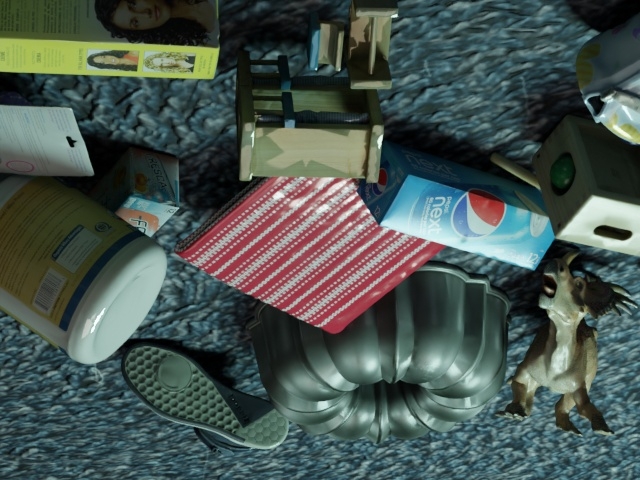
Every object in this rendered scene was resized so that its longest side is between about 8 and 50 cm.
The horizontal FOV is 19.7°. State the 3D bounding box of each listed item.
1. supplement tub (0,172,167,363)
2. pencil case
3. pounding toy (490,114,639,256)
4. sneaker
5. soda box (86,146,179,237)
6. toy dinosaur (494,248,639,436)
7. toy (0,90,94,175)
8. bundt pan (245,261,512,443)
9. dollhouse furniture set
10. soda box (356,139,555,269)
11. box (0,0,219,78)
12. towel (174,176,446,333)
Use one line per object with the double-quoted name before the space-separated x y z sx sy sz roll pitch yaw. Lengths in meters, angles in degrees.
"supplement tub" -0.270 0.016 1.847 0.199 0.144 0.144 33 155 14
"pencil case" 0.354 -0.189 1.642 0.124 0.113 0.273 -7 161 -46
"pounding toy" 0.268 -0.057 1.885 0.141 0.130 0.100 11 136 -25
"sneaker" -0.162 0.205 2.351 0.226 0.086 0.163 29 167 -9
"soda box" -0.212 -0.026 1.938 0.058 0.063 0.183 13 148 -27
"toy dinosaur" 0.296 0.125 2.212 0.127 0.200 0.296 13 172 1
"toy" -0.342 -0.117 1.764 0.237 0.056 0.137 0 156 3
"bundt pan" 0.075 0.152 2.240 0.330 0.124 0.331 -2 152 -1
"dollhouse furniture set" -0.008 -0.165 1.673 0.129 0.129 0.184 1 127 -6
"soda box" 0.147 -0.035 1.930 0.210 0.071 0.067 15 116 -31
"box" -0.206 -0.193 1.607 0.232 0.087 0.058 0 154 -9
"towel" 0.000 0.000 1.986 0.199 0.031 0.275 -40 139 20
